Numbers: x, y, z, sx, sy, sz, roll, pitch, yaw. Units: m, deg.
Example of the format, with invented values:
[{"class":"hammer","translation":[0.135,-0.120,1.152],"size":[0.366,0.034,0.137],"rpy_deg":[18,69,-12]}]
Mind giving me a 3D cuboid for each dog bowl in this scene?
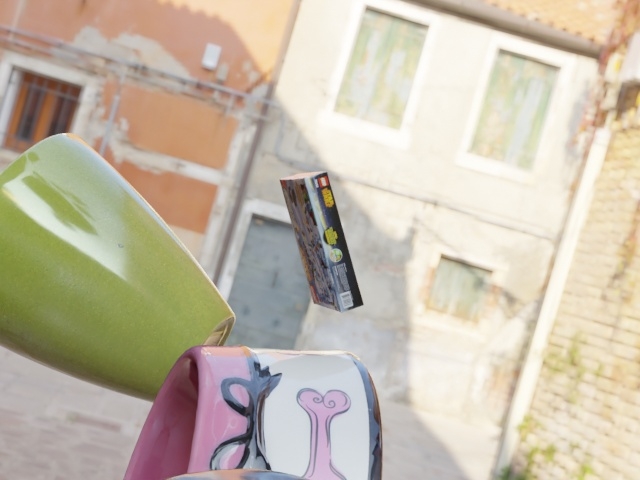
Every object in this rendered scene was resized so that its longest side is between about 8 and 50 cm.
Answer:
[{"class":"dog bowl","translation":[-0.096,0.275,0.957],"size":[0.150,0.408,0.408],"rpy_deg":[18,-1,-15]}]

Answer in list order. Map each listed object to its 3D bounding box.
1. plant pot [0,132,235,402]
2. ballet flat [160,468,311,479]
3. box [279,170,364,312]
[{"class":"plant pot","translation":[-0.259,0.062,1.293],"size":[0.293,0.275,0.275],"rpy_deg":[33,2,9]},{"class":"ballet flat","translation":[0.006,0.189,0.647],"size":[0.280,0.095,0.096],"rpy_deg":[11,-21,-23]},{"class":"box","translation":[0.000,0.000,1.057],"size":[0.027,0.137,0.094],"rpy_deg":[-18,8,-16]}]
